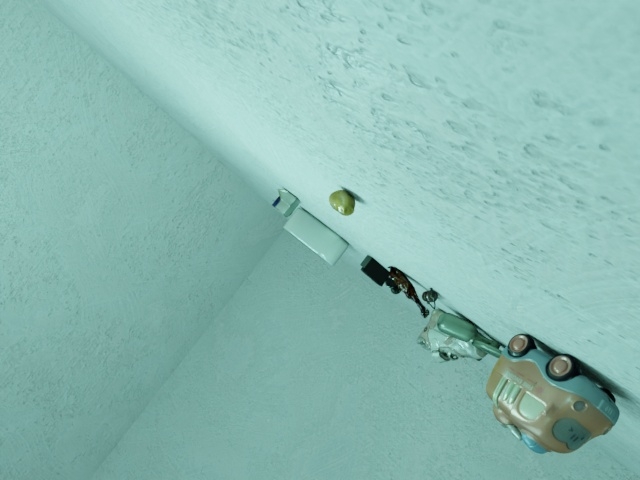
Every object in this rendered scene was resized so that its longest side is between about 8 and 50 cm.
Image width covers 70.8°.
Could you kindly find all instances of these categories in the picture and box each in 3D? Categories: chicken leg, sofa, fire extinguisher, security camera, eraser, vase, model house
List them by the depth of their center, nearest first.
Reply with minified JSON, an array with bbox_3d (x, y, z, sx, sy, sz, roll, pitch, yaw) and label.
[{"bbox_3d":[0.410,0.215,1.674,0.157,0.045,0.078,63,-167,-81],"label":"fire extinguisher"},{"bbox_3d":[0.589,0.365,1.705,0.301,0.080,0.157,26,171,20],"label":"security camera"},{"bbox_3d":[0.345,0.196,1.779,0.253,0.051,0.106,55,179,28],"label":"chicken leg"},{"bbox_3d":[-0.166,-0.175,2.069,0.100,0.101,0.088,38,179,13],"label":"model house"},{"bbox_3d":[0.252,0.143,2.129,0.147,0.085,0.060,39,174,-26],"label":"sofa"},{"bbox_3d":[0.375,0.233,2.316,0.059,0.059,0.167,36,177,26],"label":"vase"},{"bbox_3d":[0.000,0.000,2.334,0.331,0.150,0.331,36,176,3],"label":"eraser"}]

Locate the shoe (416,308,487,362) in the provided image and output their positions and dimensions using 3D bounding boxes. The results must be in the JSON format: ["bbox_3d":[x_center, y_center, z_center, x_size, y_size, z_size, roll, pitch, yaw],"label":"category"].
[{"bbox_3d":[0.572,0.452,1.965,0.172,0.198,0.351,37,178,-20],"label":"shoe"}]

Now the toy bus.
[{"bbox_3d":[0.541,0.386,1.104,0.194,0.232,0.287,42,177,-21],"label":"toy bus"}]

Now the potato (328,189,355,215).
[{"bbox_3d":[0.056,-0.092,1.120,0.068,0.062,0.083,11,-144,-16],"label":"potato"}]
